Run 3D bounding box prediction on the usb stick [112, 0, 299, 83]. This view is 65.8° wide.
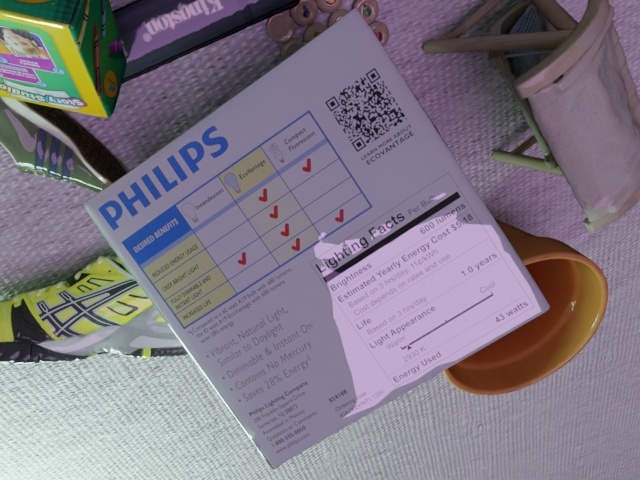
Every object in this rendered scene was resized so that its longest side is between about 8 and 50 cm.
[{"bbox_3d":[-0.153,-0.270,0.591,0.278,0.045,0.077,-24,123,0],"label":"usb stick"}]

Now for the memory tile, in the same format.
[{"bbox_3d":[0.012,-0.278,0.656,0.148,0.012,0.113,-29,125,3],"label":"memory tile"}]

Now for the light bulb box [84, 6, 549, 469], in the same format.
[{"bbox_3d":[0.000,0.000,0.610,0.358,0.225,0.361,-33,95,8],"label":"light bulb box"}]

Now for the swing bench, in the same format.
[{"bbox_3d":[0.309,-0.191,0.653,0.165,0.254,0.253,-39,124,9],"label":"swing bench"}]

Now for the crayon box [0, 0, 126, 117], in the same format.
[{"bbox_3d":[-0.346,-0.214,0.464,0.279,0.165,0.081,10,75,-10],"label":"crayon box"}]

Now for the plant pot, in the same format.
[{"bbox_3d":[0.298,0.093,0.861,0.291,0.203,0.290,-8,123,-13],"label":"plant pot"}]

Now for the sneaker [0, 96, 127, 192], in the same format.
[{"bbox_3d":[-0.342,-0.111,0.630,0.086,0.064,0.192,-33,125,14],"label":"sneaker"}]

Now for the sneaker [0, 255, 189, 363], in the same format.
[{"bbox_3d":[-0.344,0.096,0.735,0.385,0.145,0.147,-2,91,-13],"label":"sneaker"}]
